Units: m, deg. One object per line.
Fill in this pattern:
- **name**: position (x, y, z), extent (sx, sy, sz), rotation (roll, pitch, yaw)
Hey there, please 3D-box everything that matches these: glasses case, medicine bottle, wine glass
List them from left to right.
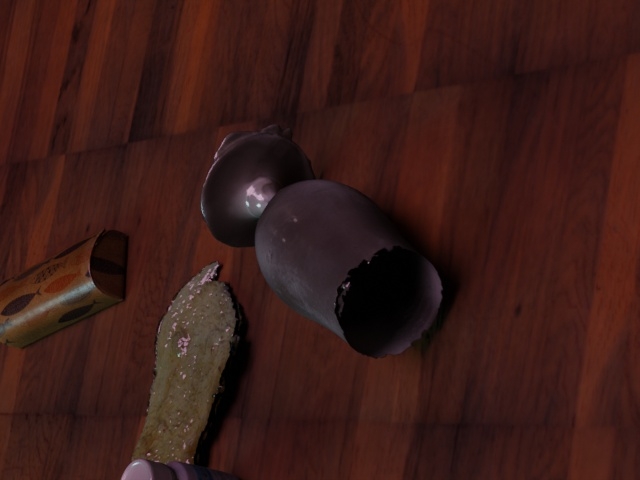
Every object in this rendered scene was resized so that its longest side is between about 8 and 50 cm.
- **glasses case**: position (-0.239, 0.043, 1.744), extent (0.170, 0.041, 0.065), rotation (-25, 56, 46)
- **medicine bottle**: position (-0.104, 0.194, 1.460), extent (0.052, 0.089, 0.052), rotation (-25, 56, 45)
- **wine glass**: position (0.000, 0.000, 1.406), extent (0.222, 0.103, 0.103), rotation (40, 107, 52)

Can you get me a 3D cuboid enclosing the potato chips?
- **potato chips**: position (-0.104, 0.117, 1.553), extent (0.142, 0.026, 0.209), rotation (-33, 49, 44)
